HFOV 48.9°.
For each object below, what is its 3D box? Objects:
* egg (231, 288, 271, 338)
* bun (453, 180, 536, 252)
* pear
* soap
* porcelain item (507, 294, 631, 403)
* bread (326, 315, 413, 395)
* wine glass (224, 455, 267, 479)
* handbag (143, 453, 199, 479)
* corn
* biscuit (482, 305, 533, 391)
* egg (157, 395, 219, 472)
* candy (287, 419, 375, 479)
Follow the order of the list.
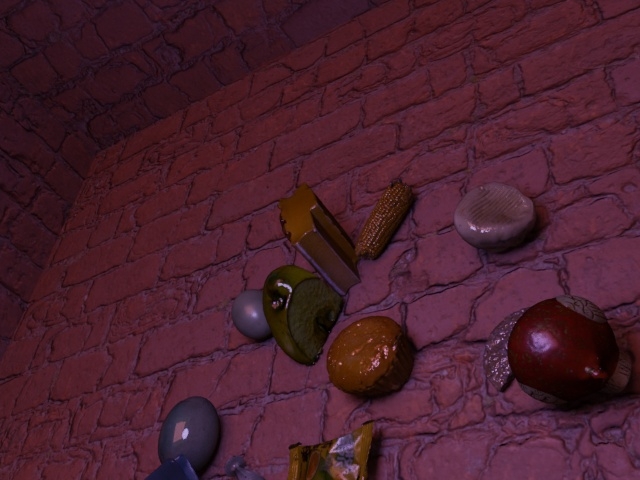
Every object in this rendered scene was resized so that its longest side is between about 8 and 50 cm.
[{"bbox_3d":[-0.210,0.234,2.253,0.149,0.149,0.192,-44,30,-2],"label":"egg"},{"bbox_3d":[0.477,-0.051,1.926,0.230,0.133,0.231,-5,44,5],"label":"bun"},{"bbox_3d":[-0.087,0.210,2.082,0.163,0.255,0.238,6,62,44],"label":"pear"},{"bbox_3d":[0.000,0.000,2.188,0.143,0.281,0.259,-30,39,11],"label":"soap"},{"bbox_3d":[0.529,0.244,1.481,0.252,0.253,0.253,-25,40,22],"label":"porcelain item"},{"bbox_3d":[0.129,0.310,1.873,0.239,0.139,0.240,-25,39,22],"label":"bread"},{"bbox_3d":[-0.198,0.646,1.893,0.073,0.073,0.155,-52,35,-14],"label":"wine glass"},{"bbox_3d":[-0.380,0.710,1.913,0.144,0.057,0.221,-41,74,15],"label":"handbag"},{"bbox_3d":[0.203,-0.063,2.222,0.106,0.106,0.293,7,60,46],"label":"corn"},{"bbox_3d":[0.471,0.244,1.718,0.250,0.032,0.133,-49,35,-8],"label":"biscuit"},{"bbox_3d":[-0.383,0.569,2.053,0.169,0.169,0.237,-14,49,33],"label":"egg"},{"bbox_3d":[0.017,0.568,1.768,0.297,0.081,0.187,-30,38,37],"label":"candy"}]
